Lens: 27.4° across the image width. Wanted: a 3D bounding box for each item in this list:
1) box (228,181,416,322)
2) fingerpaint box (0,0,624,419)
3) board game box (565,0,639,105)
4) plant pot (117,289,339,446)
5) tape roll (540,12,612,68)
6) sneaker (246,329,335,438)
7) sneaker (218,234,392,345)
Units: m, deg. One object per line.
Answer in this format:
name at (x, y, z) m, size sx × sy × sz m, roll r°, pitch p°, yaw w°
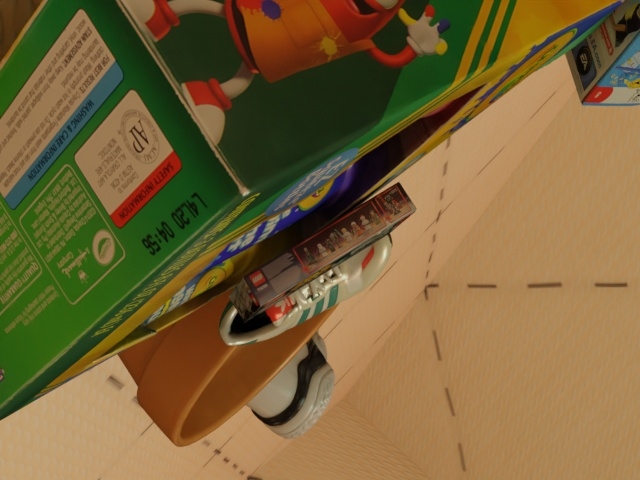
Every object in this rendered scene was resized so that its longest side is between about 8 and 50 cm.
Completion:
box at (0.000, 0.010, 0.973) m, size 0.137 × 0.027 × 0.094 m, roll -32°, pitch 176°, yaw -14°
fingerpaint box at (-0.068, -0.065, 0.919) m, size 0.371 × 0.163 × 0.445 m, roll -30°, pitch 176°, yaw -41°
board game box at (0.358, -0.361, 1.475) m, size 0.086 × 0.308 × 0.302 m, roll 0°, pitch 152°, yaw -21°
plant pot at (-0.114, 0.036, 1.334) m, size 0.291 × 0.203 × 0.291 m, roll -45°, pitch 167°, yaw -13°
tape roll at (0.171, -0.258, 1.385) m, size 0.321 × 0.077 × 0.321 m, roll -17°, pitch 159°, yaw -7°
sneaker at (-0.109, 0.114, 1.797) m, size 0.137 × 0.210 × 0.366 m, roll -50°, pitch -157°, yaw 10°
sneaker at (-0.014, 0.040, 1.050) m, size 0.161 × 0.057 × 0.075 m, roll -30°, pitch -174°, yaw 17°
